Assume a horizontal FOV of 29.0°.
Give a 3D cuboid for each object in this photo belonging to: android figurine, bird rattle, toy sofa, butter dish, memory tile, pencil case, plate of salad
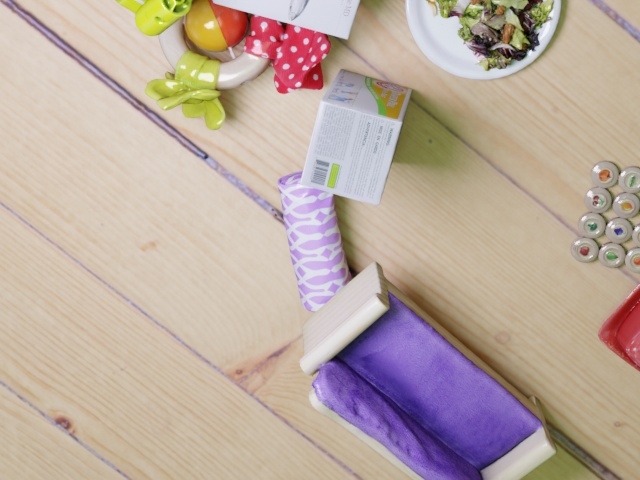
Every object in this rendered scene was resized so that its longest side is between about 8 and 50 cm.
[{"bbox_3d":[-0.172,-0.368,1.527,0.056,0.248,0.273,27,156,-26],"label":"android figurine"},{"bbox_3d":[-0.117,-0.262,1.616,0.253,0.143,0.207,-25,87,14],"label":"bird rattle"},{"bbox_3d":[0.148,0.214,1.671,0.362,0.177,0.150,40,110,-21],"label":"toy sofa"},{"bbox_3d":[0.480,0.135,1.661,0.160,0.118,0.160,36,112,-5],"label":"butter dish"},{"bbox_3d":[0.407,-0.030,1.669,0.113,0.012,0.148,12,111,5],"label":"memory tile"},{"bbox_3d":[0.000,0.000,1.710,0.088,0.086,0.206,-19,111,-20],"label":"pencil case"},{"bbox_3d":[0.207,-0.302,1.585,0.199,0.048,0.200,3,109,8],"label":"plate of salad"}]

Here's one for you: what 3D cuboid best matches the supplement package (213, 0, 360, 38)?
[{"bbox_3d":[-0.033,-0.343,1.551,0.179,0.105,0.105,14,136,-4],"label":"supplement package"}]

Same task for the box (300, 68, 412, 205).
[{"bbox_3d":[0.049,-0.137,1.587,0.103,0.203,0.114,16,110,3],"label":"box"}]
